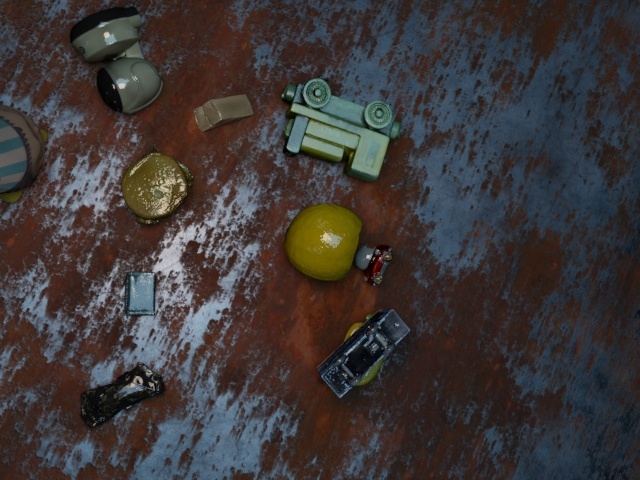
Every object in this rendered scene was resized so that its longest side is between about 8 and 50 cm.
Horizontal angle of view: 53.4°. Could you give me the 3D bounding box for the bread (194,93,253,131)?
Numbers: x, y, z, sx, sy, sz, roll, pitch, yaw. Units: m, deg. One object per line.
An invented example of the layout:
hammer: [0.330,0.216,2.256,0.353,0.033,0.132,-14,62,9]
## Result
bread: [-0.300,-0.398,1.983,0.152,0.105,0.077,-20,90,-47]

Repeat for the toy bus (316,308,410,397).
toy bus: [0.126,0.336,1.942,0.297,0.131,0.106,-41,98,-10]

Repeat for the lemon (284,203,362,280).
lemon: [0.000,0.000,1.919,0.219,0.240,0.240,14,82,-1]

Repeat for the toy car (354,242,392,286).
toy car: [0.162,0.068,2.027,0.112,0.112,0.139,23,90,4]

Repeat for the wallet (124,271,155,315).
wallet: [-0.531,0.157,1.877,0.088,0.026,0.129,1,86,-10]

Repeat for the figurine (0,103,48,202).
figurine: [-0.917,-0.262,1.636,0.361,0.377,0.266,7,84,-15]

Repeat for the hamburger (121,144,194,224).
hamburger: [-0.484,-0.151,1.868,0.189,0.122,0.215,36,82,-2]

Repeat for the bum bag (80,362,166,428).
bum bag: [-0.572,0.439,1.823,0.248,0.069,0.102,-25,68,-12]

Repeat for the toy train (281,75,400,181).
toy train: [0.052,-0.349,2.005,0.397,0.160,0.253,18,89,-12]

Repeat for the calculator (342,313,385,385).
calculator: [0.140,0.346,2.028,0.146,0.032,0.235,23,82,-12]

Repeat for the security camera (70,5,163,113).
security camera: [-0.580,-0.507,1.845,0.191,0.197,0.277,-31,102,-28]
